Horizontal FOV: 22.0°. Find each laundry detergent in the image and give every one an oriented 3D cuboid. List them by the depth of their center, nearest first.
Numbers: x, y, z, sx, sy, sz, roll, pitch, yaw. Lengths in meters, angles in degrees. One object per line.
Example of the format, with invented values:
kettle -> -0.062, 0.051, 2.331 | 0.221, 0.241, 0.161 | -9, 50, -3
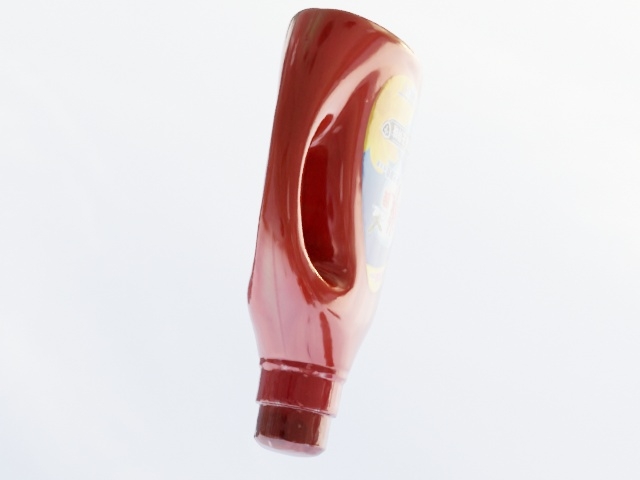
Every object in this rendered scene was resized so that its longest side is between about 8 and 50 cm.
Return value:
laundry detergent -> 0.000, 0.000, 0.633 | 0.049, 0.165, 0.097 | 5, 169, 24
